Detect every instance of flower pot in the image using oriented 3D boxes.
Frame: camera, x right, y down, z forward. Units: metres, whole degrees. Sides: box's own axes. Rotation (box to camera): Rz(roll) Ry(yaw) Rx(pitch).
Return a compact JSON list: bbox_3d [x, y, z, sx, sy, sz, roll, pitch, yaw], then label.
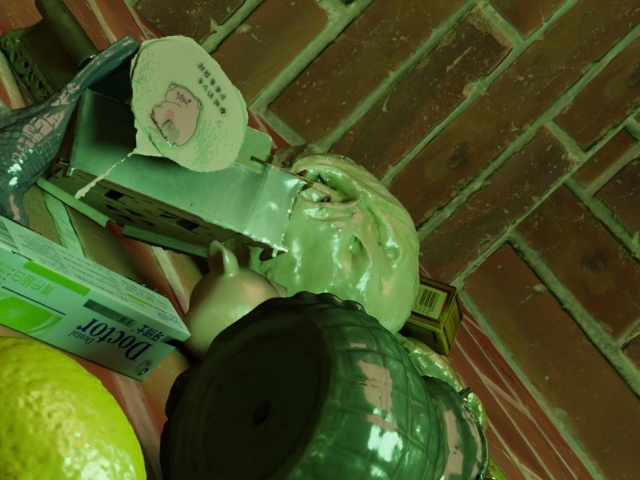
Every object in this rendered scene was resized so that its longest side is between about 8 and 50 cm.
[{"bbox_3d":[-0.009,0.201,1.393,0.213,0.302,0.302,39,11,-35],"label":"flower pot"}]

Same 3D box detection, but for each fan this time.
[{"bbox_3d":[-0.191,-0.127,1.690,0.182,0.010,0.310,52,45,-11],"label":"fan"}]

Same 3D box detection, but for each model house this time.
[{"bbox_3d":[-0.201,-0.089,1.872,0.326,0.169,0.244,22,-17,-17],"label":"model house"}]

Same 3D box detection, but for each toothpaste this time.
[{"bbox_3d":[-0.261,0.059,1.482,0.067,0.081,0.336,53,11,33],"label":"toothpaste"}]

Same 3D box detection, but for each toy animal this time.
[{"bbox_3d":[-0.084,0.138,1.794,0.248,0.149,0.165,62,2,30],"label":"toy animal"},{"bbox_3d":[-0.352,-0.121,1.619,0.206,0.081,0.367,22,53,-7],"label":"toy animal"}]

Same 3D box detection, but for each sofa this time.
[{"bbox_3d":[-0.341,-0.271,2.267,0.200,0.182,0.258,51,10,34],"label":"sofa"}]

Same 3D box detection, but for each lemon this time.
[{"bbox_3d":[-0.211,0.160,0.977,0.180,0.181,0.193,-82,150,-79],"label":"lemon"}]

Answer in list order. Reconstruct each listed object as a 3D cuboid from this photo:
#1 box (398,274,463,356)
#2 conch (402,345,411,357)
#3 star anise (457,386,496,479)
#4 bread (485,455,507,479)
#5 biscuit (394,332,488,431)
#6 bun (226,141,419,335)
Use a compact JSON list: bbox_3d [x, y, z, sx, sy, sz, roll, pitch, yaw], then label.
[{"bbox_3d":[0.081,0.091,2.411,0.301,0.084,0.193,19,-14,14],"label":"box"},{"bbox_3d":[0.016,0.191,1.962,0.187,0.124,0.181,-17,30,-33],"label":"conch"},{"bbox_3d":[0.086,0.277,1.796,0.346,0.237,0.148,14,-6,26],"label":"star anise"},{"bbox_3d":[0.163,0.348,1.889,0.103,0.172,0.132,39,11,-46],"label":"bread"},{"bbox_3d":[0.152,0.234,2.369,0.274,0.091,0.213,40,-20,1],"label":"biscuit"},{"bbox_3d":[0.000,0.000,2.192,0.326,0.234,0.362,-13,53,-36],"label":"bun"}]
